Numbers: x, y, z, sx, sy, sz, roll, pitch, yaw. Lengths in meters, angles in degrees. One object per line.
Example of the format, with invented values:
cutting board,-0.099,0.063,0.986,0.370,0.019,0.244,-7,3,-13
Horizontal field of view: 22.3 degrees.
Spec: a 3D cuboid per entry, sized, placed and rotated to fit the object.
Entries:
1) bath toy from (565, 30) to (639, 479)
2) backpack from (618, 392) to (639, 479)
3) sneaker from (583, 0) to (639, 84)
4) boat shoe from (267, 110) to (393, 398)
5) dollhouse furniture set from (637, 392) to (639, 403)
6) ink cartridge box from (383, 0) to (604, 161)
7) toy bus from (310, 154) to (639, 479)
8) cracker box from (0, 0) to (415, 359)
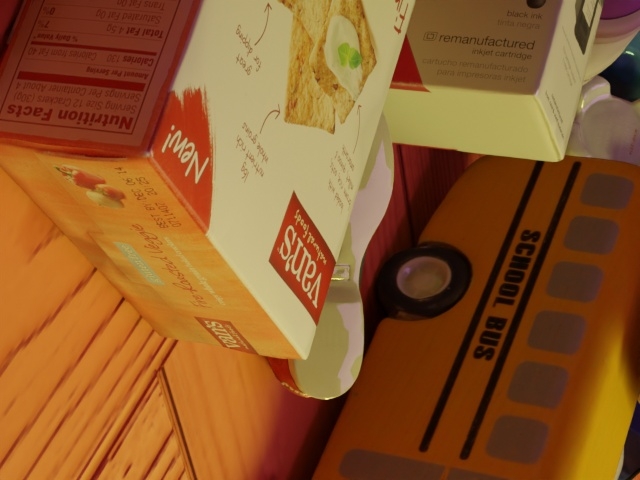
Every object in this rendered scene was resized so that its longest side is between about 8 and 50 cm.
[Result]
bath toy,0.169,0.025,1.041,0.129,0.151,0.348,-45,-158,60
backpack,0.182,0.124,1.134,0.098,0.101,0.120,-52,176,-46
sneaker,0.171,-0.235,1.005,0.152,0.114,0.305,99,7,-67
boat shoe,0.000,0.000,0.706,0.043,0.049,0.137,-171,-95,-69
dollhouse furniture set,0.198,0.093,0.906,0.303,0.173,0.355,-57,131,-19
ink cartridge box,0.072,-0.120,0.748,0.063,0.109,0.150,54,48,-57
toy bus,0.077,0.106,0.813,0.108,0.130,0.333,75,31,-45
cracker box,-0.023,-0.094,0.577,0.156,0.067,0.232,56,47,-58
